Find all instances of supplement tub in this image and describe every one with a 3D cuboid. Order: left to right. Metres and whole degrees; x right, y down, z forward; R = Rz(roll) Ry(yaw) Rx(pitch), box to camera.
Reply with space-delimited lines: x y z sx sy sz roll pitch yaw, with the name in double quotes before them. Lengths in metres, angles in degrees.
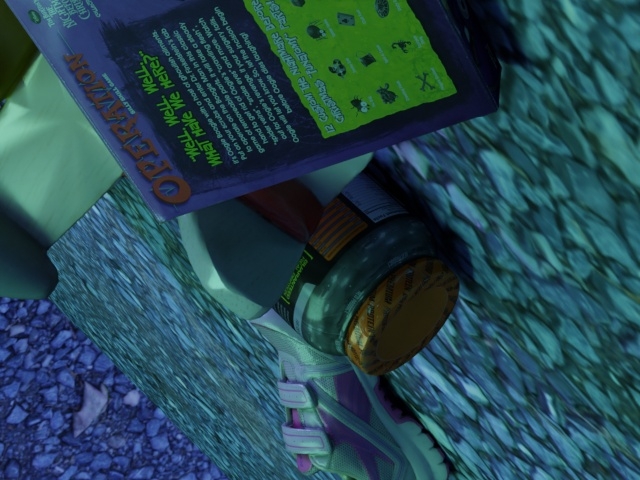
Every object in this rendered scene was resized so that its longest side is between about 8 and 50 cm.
"supplement tub" 0.000 0.000 1.245 0.190 0.117 0.117 44 166 27

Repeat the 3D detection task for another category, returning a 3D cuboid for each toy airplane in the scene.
"toy airplane" -0.160 -0.095 1.086 0.384 0.272 0.386 13 122 34

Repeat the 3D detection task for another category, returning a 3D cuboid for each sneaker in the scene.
"sneaker" 0.008 0.163 1.696 0.252 0.111 0.103 51 167 -6

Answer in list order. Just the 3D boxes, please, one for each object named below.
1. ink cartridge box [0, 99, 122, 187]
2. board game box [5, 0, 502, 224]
"ink cartridge box" -0.382 -0.141 2.112 0.289 0.121 0.211 51 167 -7
"board game box" -0.076 -0.173 0.861 0.347 0.208 0.056 58 -157 -31
